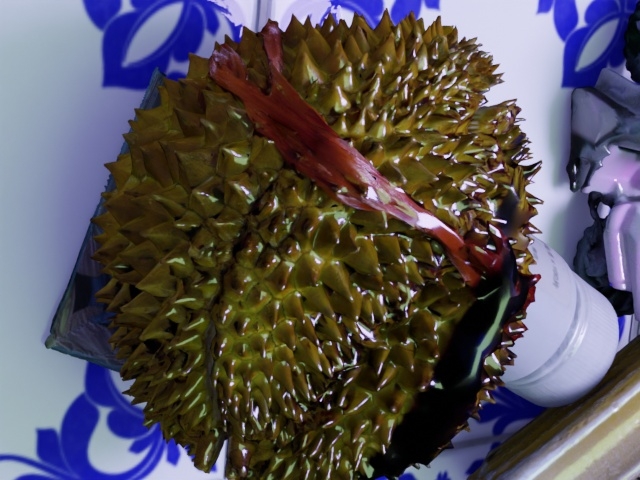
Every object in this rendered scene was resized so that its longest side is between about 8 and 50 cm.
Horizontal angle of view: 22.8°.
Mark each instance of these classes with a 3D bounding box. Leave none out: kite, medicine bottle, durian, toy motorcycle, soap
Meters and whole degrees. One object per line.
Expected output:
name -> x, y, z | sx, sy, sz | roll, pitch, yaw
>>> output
kite -> -0.098, 0.014, 1.326 | 0.314, 0.011, 0.335 | -32, 120, -27
medicine bottle -> 0.153, 0.051, 1.438 | 0.252, 0.144, 0.144 | 33, 82, -35
durian -> 0.004, 0.003, 1.189 | 0.347, 0.348, 0.384 | 41, 71, -36
toy motorcycle -> 0.329, -0.076, 1.506 | 0.143, 0.188, 0.327 | 7, 98, -30
soap -> 0.277, 0.175, 1.509 | 0.274, 0.173, 0.089 | -38, 89, -8

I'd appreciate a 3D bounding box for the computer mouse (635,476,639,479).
computer mouse -> 0.350, 0.281, 1.665 | 0.297, 0.121, 0.184 | 39, 80, -38
